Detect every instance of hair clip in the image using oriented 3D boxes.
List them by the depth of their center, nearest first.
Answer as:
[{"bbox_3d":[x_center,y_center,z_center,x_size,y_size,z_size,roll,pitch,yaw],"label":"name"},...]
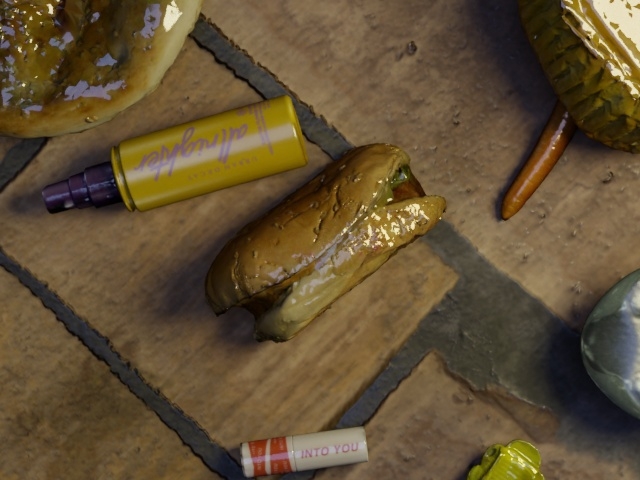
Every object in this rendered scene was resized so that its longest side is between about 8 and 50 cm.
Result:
[{"bbox_3d":[0.169,0.281,1.556,0.072,0.046,0.173,32,93,-1],"label":"hair clip"}]

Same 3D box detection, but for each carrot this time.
[{"bbox_3d":[0.238,-0.101,1.560,0.037,0.037,0.190,29,92,2],"label":"carrot"}]

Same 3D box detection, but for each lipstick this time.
[{"bbox_3d":[-0.017,0.220,1.569,0.130,0.038,0.038,-9,89,2],"label":"lipstick"}]

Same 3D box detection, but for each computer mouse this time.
[{"bbox_3d":[0.447,0.103,1.527,0.379,0.090,0.167,2,89,-3],"label":"computer mouse"}]

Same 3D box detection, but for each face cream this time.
[{"bbox_3d":[-0.153,-0.078,1.557,0.273,0.078,0.078,-15,89,3],"label":"face cream"}]

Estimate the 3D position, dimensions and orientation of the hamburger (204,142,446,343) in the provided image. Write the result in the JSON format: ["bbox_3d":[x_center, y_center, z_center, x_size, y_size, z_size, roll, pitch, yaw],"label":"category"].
[{"bbox_3d":[0.000,0.000,1.525,0.262,0.131,0.124,-39,88,-3],"label":"hamburger"}]

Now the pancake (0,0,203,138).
[{"bbox_3d":[-0.295,-0.293,1.561,0.387,0.082,0.387,0,87,5],"label":"pancake"}]

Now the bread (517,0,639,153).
[{"bbox_3d":[0.328,-0.218,1.488,0.227,0.142,0.253,-36,96,-19],"label":"bread"}]
